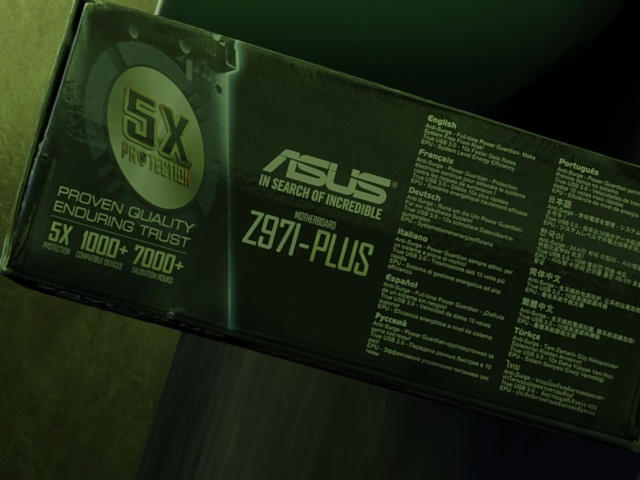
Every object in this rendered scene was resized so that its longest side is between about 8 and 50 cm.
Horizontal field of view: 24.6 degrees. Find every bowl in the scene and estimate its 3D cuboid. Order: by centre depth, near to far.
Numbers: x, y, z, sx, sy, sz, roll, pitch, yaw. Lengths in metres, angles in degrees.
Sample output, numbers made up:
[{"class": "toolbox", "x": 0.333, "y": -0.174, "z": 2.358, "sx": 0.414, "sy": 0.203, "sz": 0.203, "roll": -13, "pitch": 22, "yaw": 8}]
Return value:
[{"class": "bowl", "x": 0.048, "y": -0.177, "z": 0.568, "sx": 0.311, "sy": 0.163, "sz": 0.311, "roll": -163, "pitch": 90, "yaw": -82}]

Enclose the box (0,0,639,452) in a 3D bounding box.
[{"class": "box", "x": 0.000, "y": 0.000, "z": 0.453, "sx": 0.147, "sy": 0.180, "sz": 0.077, "roll": 163, "pitch": 123, "yaw": -81}]
